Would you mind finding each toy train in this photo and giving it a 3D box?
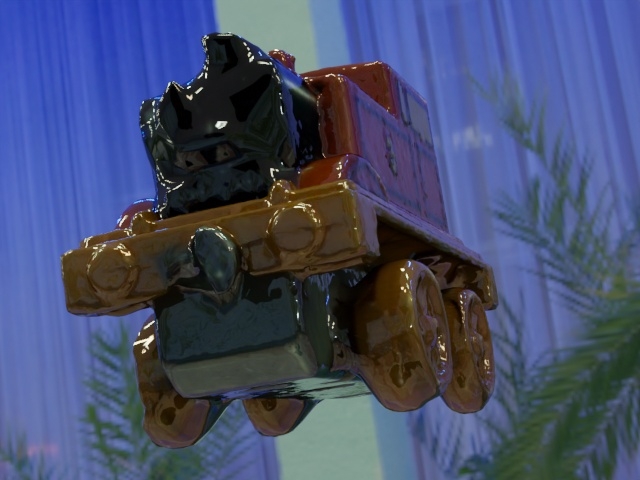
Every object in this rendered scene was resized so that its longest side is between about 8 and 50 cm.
[{"bbox_3d":[0.000,0.000,0.696,0.163,0.232,0.369,-13,-12,18],"label":"toy train"}]
